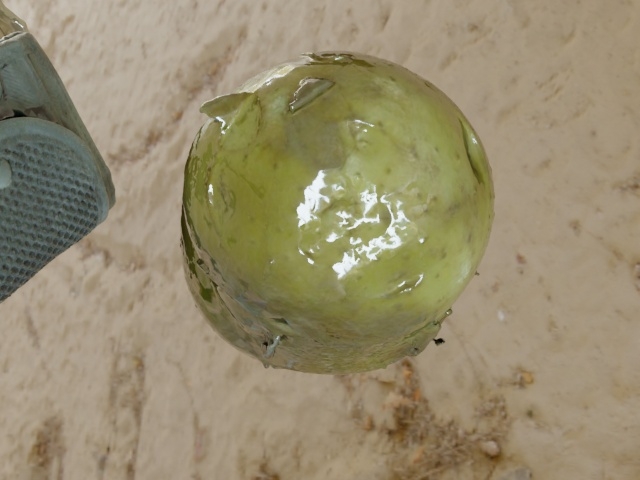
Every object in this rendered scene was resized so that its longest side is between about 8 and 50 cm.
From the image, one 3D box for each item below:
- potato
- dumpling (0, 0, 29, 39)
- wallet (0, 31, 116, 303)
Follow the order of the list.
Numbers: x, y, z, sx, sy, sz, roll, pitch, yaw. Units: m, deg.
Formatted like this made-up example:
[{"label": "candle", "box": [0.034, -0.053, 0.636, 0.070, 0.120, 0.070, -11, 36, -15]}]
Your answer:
[{"label": "potato", "box": [0.000, 0.000, 0.457, 0.143, 0.169, 0.248, -46, -4, -27]}, {"label": "dumpling", "box": [-0.447, -0.256, 1.072, 0.124, 0.151, 0.229, 11, 130, 53]}, {"label": "wallet", "box": [-0.345, -0.063, 0.859, 0.075, 0.237, 0.342, -10, 23, 28]}]
